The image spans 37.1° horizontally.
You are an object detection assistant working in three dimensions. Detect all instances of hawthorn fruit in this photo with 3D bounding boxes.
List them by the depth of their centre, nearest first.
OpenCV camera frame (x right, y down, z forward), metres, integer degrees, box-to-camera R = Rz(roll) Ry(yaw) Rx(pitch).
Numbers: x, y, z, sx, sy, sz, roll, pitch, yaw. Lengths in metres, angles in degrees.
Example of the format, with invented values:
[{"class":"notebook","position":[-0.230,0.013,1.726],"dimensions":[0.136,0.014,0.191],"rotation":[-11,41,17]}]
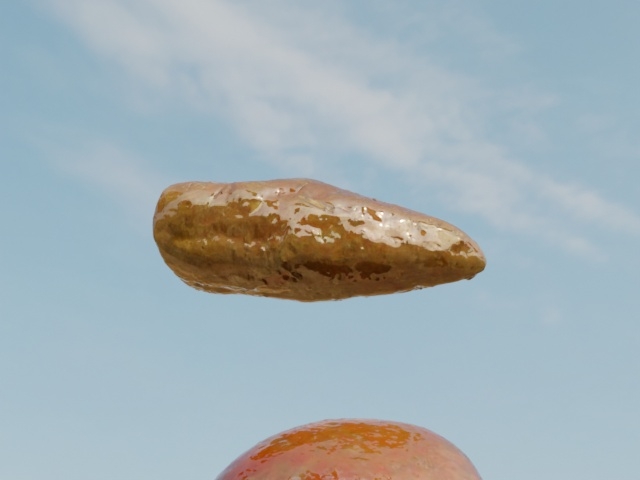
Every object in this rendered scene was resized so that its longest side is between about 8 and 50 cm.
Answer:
[{"class":"hawthorn fruit","position":[-0.005,0.202,0.576],"dimensions":[0.251,0.199,0.199],"rotation":[15,-34,-41]}]

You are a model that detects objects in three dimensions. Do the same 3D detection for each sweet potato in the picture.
[{"class":"sweet potato","position":[0.000,0.000,0.730],"dimensions":[0.252,0.097,0.097],"rotation":[4,-33,2]}]
